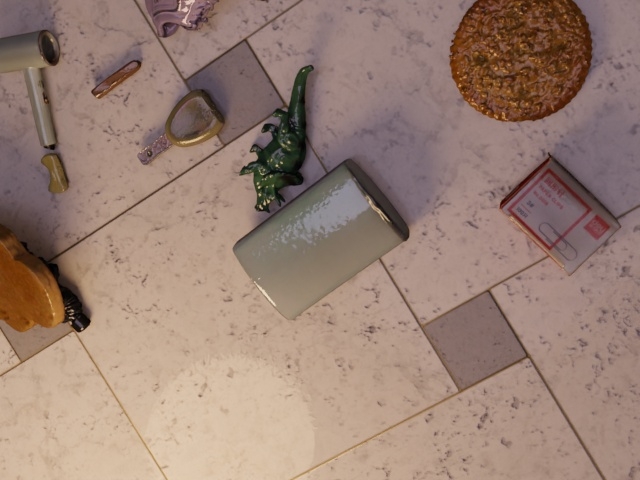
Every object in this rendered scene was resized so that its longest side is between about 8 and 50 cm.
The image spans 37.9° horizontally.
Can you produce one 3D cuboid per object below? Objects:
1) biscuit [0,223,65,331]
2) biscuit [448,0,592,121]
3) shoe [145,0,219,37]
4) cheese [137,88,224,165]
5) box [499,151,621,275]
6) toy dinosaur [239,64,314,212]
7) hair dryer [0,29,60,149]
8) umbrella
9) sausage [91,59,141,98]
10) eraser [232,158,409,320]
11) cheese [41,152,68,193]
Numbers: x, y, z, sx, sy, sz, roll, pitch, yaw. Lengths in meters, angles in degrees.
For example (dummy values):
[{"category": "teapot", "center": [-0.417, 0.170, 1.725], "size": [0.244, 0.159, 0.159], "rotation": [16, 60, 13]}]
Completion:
[{"category": "biscuit", "center": [-0.656, 0.061, 1.891], "size": [0.376, 0.051, 0.269], "rotation": [22, 132, 26]}, {"category": "biscuit", "center": [0.357, -0.333, 1.659], "size": [0.254, 0.035, 0.254], "rotation": [2, 100, 12]}, {"category": "shoe", "center": [-0.232, -0.456, 1.726], "size": [0.245, 0.095, 0.138], "rotation": [0, 110, 33]}, {"category": "cheese", "center": [-0.281, -0.210, 1.825], "size": [0.192, 0.037, 0.097], "rotation": [-35, 90, 17]}, {"category": "box", "center": [0.425, -0.047, 1.661], "size": [0.182, 0.099, 0.133], "rotation": [46, 104, 1]}, {"category": "toy dinosaur", "center": [-0.083, -0.194, 1.764], "size": [0.120, 0.079, 0.292], "rotation": [8, 104, 6]}, {"category": "hair dryer", "center": [-0.578, -0.295, 1.873], "size": [0.131, 0.073, 0.236], "rotation": [-6, 107, 15]}, {"category": "umbrella", "center": [-0.556, 0.095, 1.930], "size": [0.071, 0.080, 0.224], "rotation": [-41, 93, -19]}, {"category": "sausage", "center": [-0.402, -0.320, 1.839], "size": [0.116, 0.026, 0.026], "rotation": [-32, 92, 15]}, {"category": "eraser", "center": [0.000, 0.000, 1.763], "size": [0.290, 0.104, 0.189], "rotation": [-36, 103, 16]}, {"category": "cheese", "center": [-0.544, -0.137, 1.901], "size": [0.044, 0.030, 0.083], "rotation": [-16, 102, 9]}]
